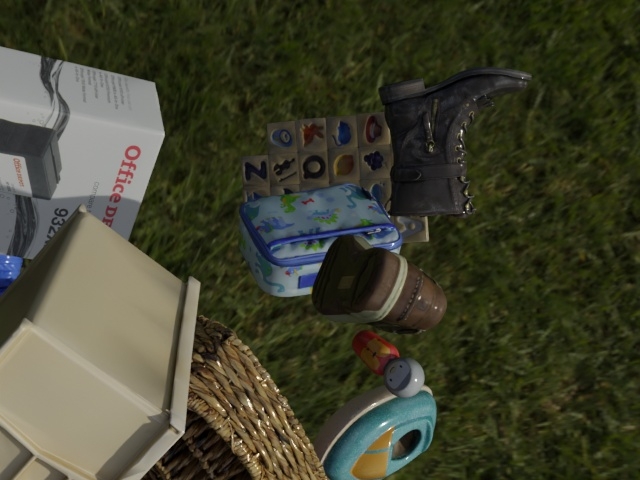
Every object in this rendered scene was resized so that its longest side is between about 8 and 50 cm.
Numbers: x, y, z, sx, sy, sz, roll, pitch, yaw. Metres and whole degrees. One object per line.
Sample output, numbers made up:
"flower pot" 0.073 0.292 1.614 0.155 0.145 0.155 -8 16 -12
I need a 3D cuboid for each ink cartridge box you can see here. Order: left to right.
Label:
"ink cartridge box" -0.367 -0.102 1.292 0.307 0.223 0.129 10 34 -23

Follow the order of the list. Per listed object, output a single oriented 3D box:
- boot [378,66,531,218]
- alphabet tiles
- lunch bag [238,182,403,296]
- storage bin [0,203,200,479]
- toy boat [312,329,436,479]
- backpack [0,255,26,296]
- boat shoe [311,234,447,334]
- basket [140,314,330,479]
"boot" 0.216 -0.149 1.700 0.263 0.091 0.229 -9 94 11
"alphabet tiles" 0.020 -0.075 1.896 0.343 0.011 0.285 -3 94 21
"lunch bag" 0.000 0.000 1.566 0.219 0.090 0.176 -8 38 -19
"storage bin" -0.222 0.134 0.793 0.123 0.262 0.260 39 102 -16
"toy boat" 0.108 0.307 1.864 0.267 0.318 0.148 -24 43 -30
"backpack" -0.486 0.039 1.592 0.098 0.120 0.101 -3 89 -19
"boat shoe" 0.060 0.056 1.118 0.095 0.257 0.095 24 91 -13
"basket" -0.153 0.281 1.426 0.223 0.213 0.299 -37 113 -21
